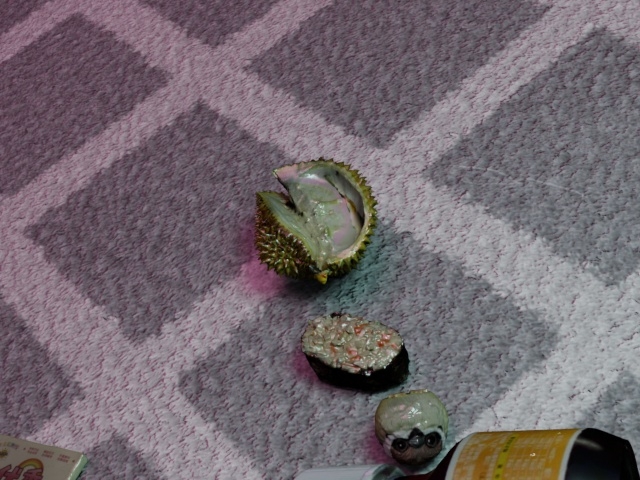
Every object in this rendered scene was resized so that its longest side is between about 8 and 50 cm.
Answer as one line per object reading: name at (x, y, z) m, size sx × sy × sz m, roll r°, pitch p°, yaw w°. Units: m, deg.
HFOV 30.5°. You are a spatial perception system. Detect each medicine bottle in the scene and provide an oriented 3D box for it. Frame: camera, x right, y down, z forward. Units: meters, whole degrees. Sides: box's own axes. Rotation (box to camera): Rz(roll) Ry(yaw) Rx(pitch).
medicine bottle at (0.148, 0.322, 1.265) m, size 0.395 × 0.242 × 0.242 m, roll -5°, pitch 47°, yaw 25°

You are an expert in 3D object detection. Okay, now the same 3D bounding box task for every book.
book at (-0.440, 0.378, 1.612) m, size 0.162 × 0.022 × 0.232 m, roll 7°, pitch 52°, yaw 28°

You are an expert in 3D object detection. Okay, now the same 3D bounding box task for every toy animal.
toy animal at (0.114, 0.237, 1.487) m, size 0.098 × 0.137 × 0.098 m, roll 0°, pitch 84°, yaw -1°

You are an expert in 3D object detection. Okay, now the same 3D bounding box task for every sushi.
sushi at (0.046, 0.152, 1.586) m, size 0.150 × 0.078 × 0.090 m, roll 13°, pitch 54°, yaw 30°

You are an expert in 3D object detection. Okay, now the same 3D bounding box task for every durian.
durian at (0.000, 0.000, 1.707) m, size 0.193 × 0.137 × 0.237 m, roll -12°, pitch 42°, yaw 8°
